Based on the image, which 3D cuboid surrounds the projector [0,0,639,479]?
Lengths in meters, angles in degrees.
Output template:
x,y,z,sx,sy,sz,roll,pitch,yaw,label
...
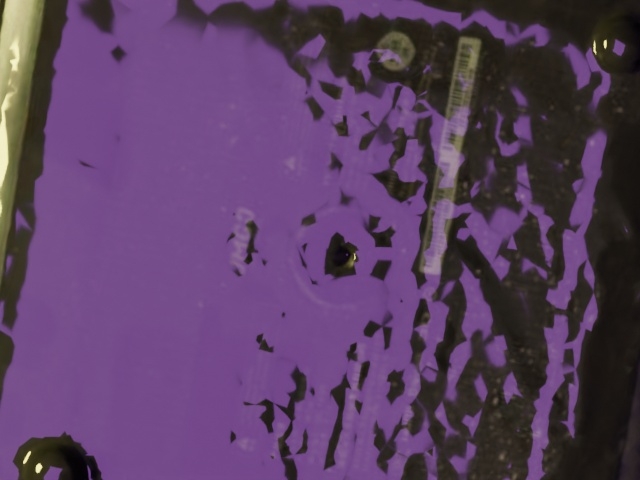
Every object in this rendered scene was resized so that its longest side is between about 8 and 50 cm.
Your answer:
x,y,z,sx,sy,sz,roll,pitch,yaw,label
0.000,0.000,1.104,0.405,0.242,0.395,9,94,-8,projector
